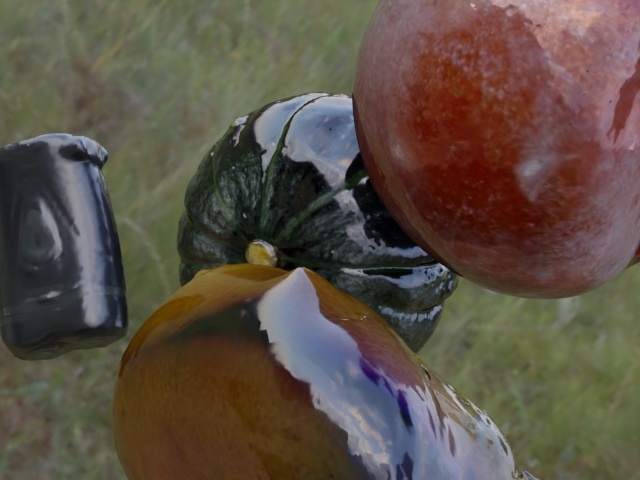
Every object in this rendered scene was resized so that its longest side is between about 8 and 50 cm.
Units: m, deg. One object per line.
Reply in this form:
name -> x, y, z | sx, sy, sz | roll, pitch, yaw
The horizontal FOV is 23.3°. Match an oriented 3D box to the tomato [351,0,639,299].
tomato -> 0.138, -0.099, 0.945 | 0.227, 0.270, 0.270 | 32, 16, 25

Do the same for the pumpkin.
pumpkin -> 0.000, 0.000, 1.139 | 0.220, 0.220, 0.162 | 49, 32, 18

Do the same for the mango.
mango -> -0.012, 0.108, 0.875 | 0.152, 0.201, 0.287 | -17, 14, -34

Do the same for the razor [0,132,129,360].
razor -> -0.178, 0.003, 1.040 | 0.054, 0.090, 0.148 | 28, 51, -73
